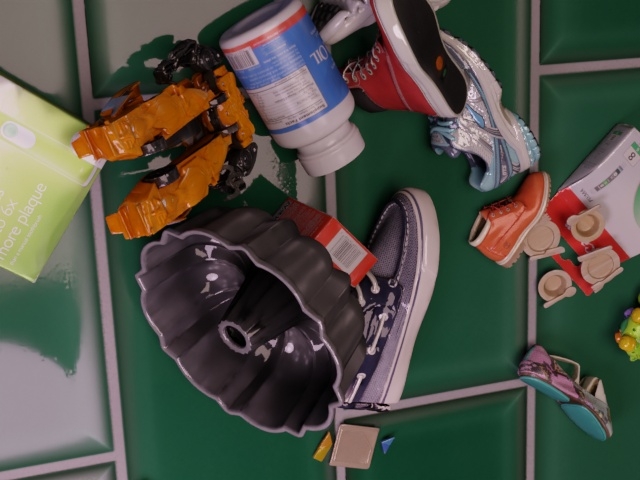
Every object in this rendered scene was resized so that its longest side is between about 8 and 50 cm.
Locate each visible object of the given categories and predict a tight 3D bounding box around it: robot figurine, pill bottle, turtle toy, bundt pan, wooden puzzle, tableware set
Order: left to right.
[{"bbox_3d":[-0.180,-0.129,1.337,0.085,0.291,0.211,-9,111,29],"label":"robot figurine"},{"bbox_3d":[-0.077,0.091,1.390,0.124,0.331,0.331,-45,118,-40],"label":"bundt pan"},{"bbox_3d":[-0.030,-0.201,1.420,0.124,0.124,0.221,-34,113,-9],"label":"pill bottle"},{"bbox_3d":[0.050,0.316,1.635,0.116,0.014,0.078,18,100,-23],"label":"wooden puzzle"},{"bbox_3d":[0.394,0.022,1.668,0.141,0.020,0.169,-24,115,2],"label":"tableware set"},{"bbox_3d":[0.531,0.136,1.737,0.095,0.066,0.130,21,94,-23],"label":"turtle toy"}]

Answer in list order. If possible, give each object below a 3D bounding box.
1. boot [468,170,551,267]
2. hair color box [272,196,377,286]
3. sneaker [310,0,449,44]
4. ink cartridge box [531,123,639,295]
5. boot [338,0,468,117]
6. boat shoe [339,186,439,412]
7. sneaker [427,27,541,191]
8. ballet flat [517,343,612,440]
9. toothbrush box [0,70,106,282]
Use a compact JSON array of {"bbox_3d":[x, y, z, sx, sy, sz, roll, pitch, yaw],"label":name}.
[{"bbox_3d":[0.287,-0.044,1.612,0.084,0.059,0.158,27,94,-19],"label":"boot"},{"bbox_3d":[0.000,0.000,1.455,0.093,0.167,0.053,43,85,-23],"label":"hair color box"},{"bbox_3d":[0.116,-0.348,1.454,0.292,0.110,0.118,-38,123,-6],"label":"sneaker"},{"bbox_3d":[0.459,-0.042,1.677,0.225,0.056,0.181,-48,113,-5],"label":"ink cartridge box"},{"bbox_3d":[0.074,-0.249,1.404,0.244,0.176,0.088,53,52,-47],"label":"boot"},{"bbox_3d":[0.058,0.087,1.517,0.158,0.127,0.340,4,102,-29],"label":"boat shoe"},{"bbox_3d":[0.201,-0.184,1.519,0.122,0.110,0.283,-42,113,-3],"label":"sneaker"},{"bbox_3d":[0.408,0.240,1.721,0.221,0.077,0.079,38,69,-23],"label":"ballet flat"},{"bbox_3d":[-0.428,-0.110,1.299,0.283,0.122,0.206,31,91,-22],"label":"toothbrush box"}]
